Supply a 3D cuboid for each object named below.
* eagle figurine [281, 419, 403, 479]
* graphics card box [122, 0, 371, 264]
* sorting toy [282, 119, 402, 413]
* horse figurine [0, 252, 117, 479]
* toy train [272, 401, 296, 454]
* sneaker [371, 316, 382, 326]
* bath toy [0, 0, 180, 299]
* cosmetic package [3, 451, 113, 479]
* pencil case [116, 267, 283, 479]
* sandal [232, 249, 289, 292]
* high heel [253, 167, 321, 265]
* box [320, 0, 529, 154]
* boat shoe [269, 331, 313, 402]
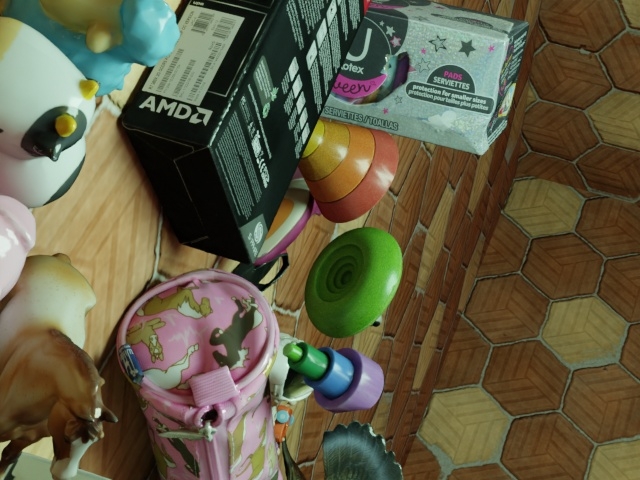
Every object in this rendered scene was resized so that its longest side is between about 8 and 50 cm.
[{"bbox_3d":[-0.011,0.425,1.642,0.225,0.226,0.298,93,20,-54],"label":"eagle figurine"},{"bbox_3d":[-0.052,-0.189,1.100,0.233,0.094,0.371,77,32,-63],"label":"graphics card box"},{"bbox_3d":[0.000,0.000,1.172,0.126,0.127,0.366,34,43,-36],"label":"sorting toy"},{"bbox_3d":[-0.190,0.084,0.735,0.174,0.066,0.263,-57,-159,24],"label":"horse figurine"},{"bbox_3d":[-0.081,0.277,1.595,0.166,0.046,0.125,48,58,-76],"label":"toy train"},{"bbox_3d":[0.082,0.060,1.907,0.229,0.086,0.132,90,14,-75],"label":"sneaker"},{"bbox_3d":[-0.207,-0.007,0.664,0.151,0.129,0.348,78,33,-62],"label":"bath toy"},{"bbox_3d":[-0.207,0.320,1.012,0.296,0.129,0.153,80,28,-58],"label":"cosmetic package"},{"bbox_3d":[-0.113,0.206,1.179,0.167,0.160,0.386,-47,154,-32],"label":"pencil case"},{"bbox_3d":[-0.068,0.035,1.382,0.179,0.040,0.067,-55,155,-51],"label":"sandal"},{"bbox_3d":[-0.040,-0.018,1.352,0.244,0.082,0.117,-76,161,-53],"label":"high heel"},{"bbox_3d":[0.103,-0.211,1.339,0.163,0.247,0.142,-42,144,-64],"label":"box"},{"bbox_3d":[-0.045,0.179,1.513,0.277,0.096,0.098,32,74,-75],"label":"boat shoe"}]
